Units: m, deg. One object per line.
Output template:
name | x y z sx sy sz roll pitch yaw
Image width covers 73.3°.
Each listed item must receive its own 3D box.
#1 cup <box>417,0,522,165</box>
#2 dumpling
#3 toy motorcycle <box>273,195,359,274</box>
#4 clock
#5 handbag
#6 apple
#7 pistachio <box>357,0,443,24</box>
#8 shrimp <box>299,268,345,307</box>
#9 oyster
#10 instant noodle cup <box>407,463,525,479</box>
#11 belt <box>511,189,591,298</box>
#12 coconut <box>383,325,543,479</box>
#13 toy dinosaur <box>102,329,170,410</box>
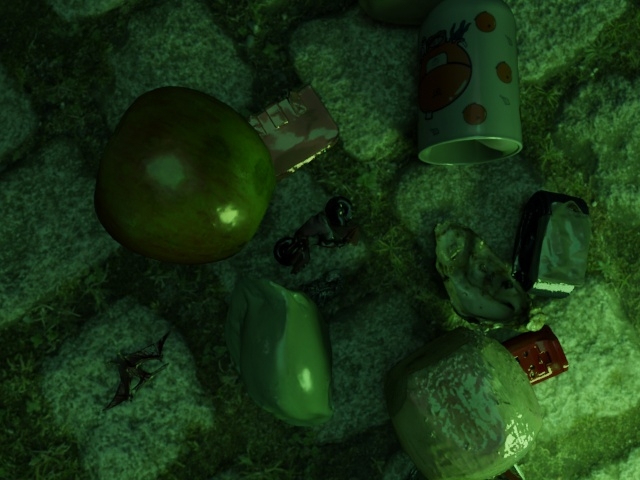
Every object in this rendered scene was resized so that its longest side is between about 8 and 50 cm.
cup | 0.316 -0.342 0.931 0.212 0.212 0.318 1 85 -2
dumpling | -0.071 0.236 0.892 0.211 0.270 0.321 2 82 -23
toy motorcycle | 0.000 0.000 0.962 0.212 0.084 0.118 -38 90 4
clock | 0.473 0.274 0.977 0.154 0.061 0.113 -23 89 -1
handbag | -0.077 -0.243 0.983 0.212 0.059 0.157 -33 90 -5
apple | -0.255 -0.115 0.836 0.339 0.339 0.340 0 87 -2
pistachio | 0.240 -0.594 0.953 0.331 0.208 0.226 -13 131 4
shrimp | -0.016 0.121 0.968 0.165 0.057 0.065 -28 121 -6
oyster | 0.358 0.080 0.963 0.166 0.094 0.295 -27 73 18
instant noodle cup | 0.338 0.586 0.877 0.296 0.214 0.297 0 86 -2
belt | 0.497 0.009 0.950 0.126 0.139 0.231 10 92 -3
coconut | 0.280 0.331 0.856 0.297 0.297 0.255 -32 77 -4
toy dinosaur | -0.413 0.285 0.956 0.108 0.032 0.220 37 84 3
